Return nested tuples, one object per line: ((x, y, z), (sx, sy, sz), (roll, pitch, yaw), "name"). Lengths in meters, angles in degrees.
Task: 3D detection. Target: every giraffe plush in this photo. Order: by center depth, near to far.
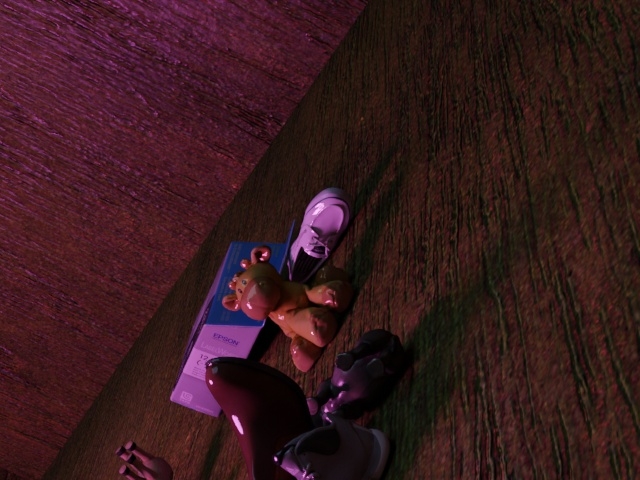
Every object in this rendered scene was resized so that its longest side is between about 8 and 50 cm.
((-0.064, 0.096, 2.066), (0.181, 0.170, 0.210), (-62, 13, -5), "giraffe plush")

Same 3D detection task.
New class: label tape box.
((-0.169, 0.135, 2.414), (0.249, 0.115, 0.347), (-76, 9, -50), "label tape box")

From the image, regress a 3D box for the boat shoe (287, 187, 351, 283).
((0.000, 0.000, 2.275), (0.226, 0.083, 0.076), (115, 164, -47), "boat shoe")

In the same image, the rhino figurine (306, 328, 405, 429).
((0.030, 0.208, 1.663), (0.243, 0.073, 0.106), (-53, -13, 33), "rhino figurine")

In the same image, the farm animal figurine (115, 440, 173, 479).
((-0.314, 0.521, 2.177), (0.327, 0.172, 0.330), (-18, 36, 54), "farm animal figurine")

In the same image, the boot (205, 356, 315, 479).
((-0.087, 0.313, 1.519), (0.096, 0.264, 0.280), (-9, 42, 31), "boot")

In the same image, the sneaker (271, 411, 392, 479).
((-0.011, 0.310, 1.487), (0.086, 0.132, 0.228), (-38, 26, 58), "sneaker")
